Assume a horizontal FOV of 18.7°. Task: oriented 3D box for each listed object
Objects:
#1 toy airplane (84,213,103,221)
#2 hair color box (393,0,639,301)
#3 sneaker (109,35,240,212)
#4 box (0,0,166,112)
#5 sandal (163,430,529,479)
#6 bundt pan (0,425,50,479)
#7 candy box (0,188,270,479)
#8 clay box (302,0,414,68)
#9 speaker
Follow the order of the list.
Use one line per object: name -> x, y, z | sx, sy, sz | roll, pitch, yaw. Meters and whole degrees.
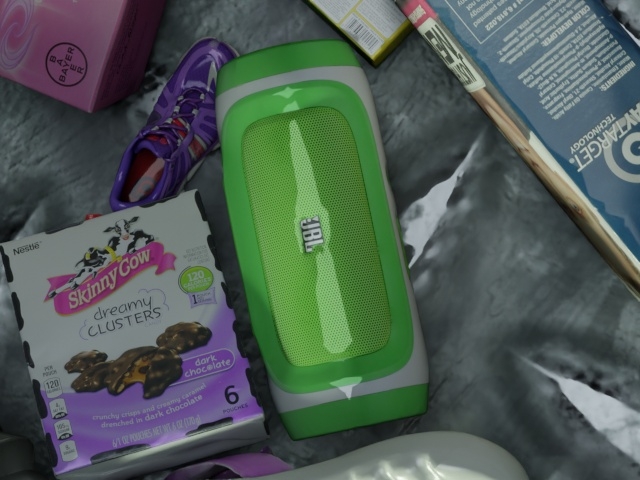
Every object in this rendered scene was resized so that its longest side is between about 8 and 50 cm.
toy airplane -> -0.173, 0.057, 1.576 | 0.151, 0.028, 0.151 | -1, 84, 6
hair color box -> 0.184, -0.109, 1.453 | 0.105, 0.174, 0.347 | -40, 92, 1
sneaker -> -0.114, -0.085, 1.561 | 0.068, 0.071, 0.170 | 27, 87, 7
box -> -0.237, -0.250, 1.533 | 0.243, 0.117, 0.214 | 24, 108, 8
sandal -> -0.031, 0.212, 1.492 | 0.416, 0.102, 0.169 | -10, 128, 21
bundt pan -> -0.303, 0.253, 1.477 | 0.330, 0.124, 0.331 | 9, 106, 34
candy box -> -0.145, 0.078, 1.508 | 0.164, 0.070, 0.196 | -16, 68, -3
clay box -> 0.074, -0.262, 1.564 | 0.127, 0.053, 0.222 | 44, 90, 6
speaker -> 0.000, 0.000, 1.515 | 0.131, 0.131, 0.297 | -12, 84, 5
